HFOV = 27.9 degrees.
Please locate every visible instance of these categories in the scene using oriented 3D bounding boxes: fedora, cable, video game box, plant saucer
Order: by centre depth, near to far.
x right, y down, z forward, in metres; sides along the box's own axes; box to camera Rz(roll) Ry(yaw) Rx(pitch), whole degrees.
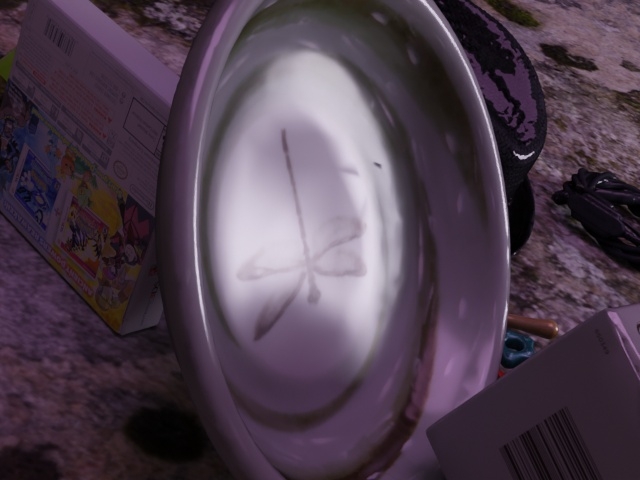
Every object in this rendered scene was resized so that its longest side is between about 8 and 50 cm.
[{"bbox_3d":[0.000,0.000,0.888,0.100,0.400,0.400,-3,13,35],"label":"plant saucer"},{"bbox_3d":[-0.170,-0.063,0.976,0.048,0.187,0.205,-9,42,-48],"label":"video game box"},{"bbox_3d":[0.106,-0.138,1.228,0.334,0.152,0.334,20,49,-24],"label":"fedora"},{"bbox_3d":[0.349,-0.017,1.416,0.184,0.047,0.150,34,26,24],"label":"cable"}]

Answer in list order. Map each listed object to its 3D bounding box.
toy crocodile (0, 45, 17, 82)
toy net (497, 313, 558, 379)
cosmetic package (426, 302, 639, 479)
[{"bbox_3d":[-0.155,-0.085,1.104,0.340,0.105,0.115,30,72,22],"label":"toy crocodile"},{"bbox_3d":[0.150,0.094,1.091,0.122,0.045,0.232,-13,41,-29],"label":"toy net"},{"bbox_3d":[0.282,0.130,0.928,0.365,0.197,0.155,-6,63,-40],"label":"cosmetic package"}]
